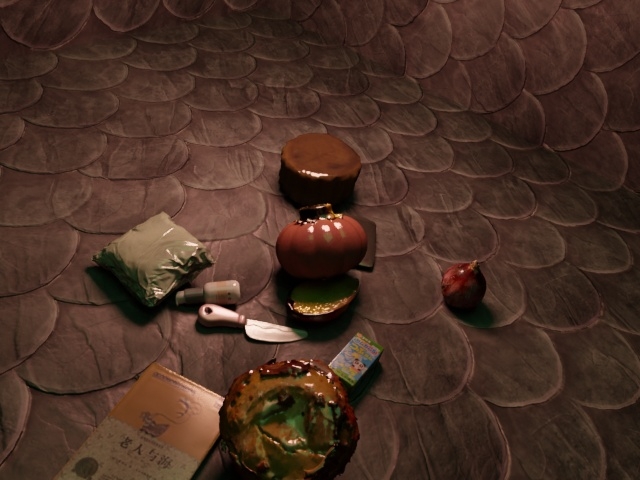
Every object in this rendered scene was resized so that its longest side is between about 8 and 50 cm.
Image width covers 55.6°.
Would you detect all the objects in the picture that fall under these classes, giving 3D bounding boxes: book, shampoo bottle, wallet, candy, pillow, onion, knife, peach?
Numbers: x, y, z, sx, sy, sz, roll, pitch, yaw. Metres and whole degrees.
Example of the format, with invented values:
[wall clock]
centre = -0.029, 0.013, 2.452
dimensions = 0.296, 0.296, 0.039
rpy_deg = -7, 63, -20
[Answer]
[book]
centre = -0.405, 0.486, 1.464
dimensions = 0.268, 0.032, 0.389
rpy_deg = 23, 40, 9
[shampoo bottle]
centre = -0.342, 0.164, 1.846
dimensions = 0.192, 0.074, 0.074
rpy_deg = -5, 41, -8
[wallet]
centre = 0.118, 0.003, 2.216
dimensions = 0.168, 0.052, 0.245
rpy_deg = 13, 43, -3
[candy]
centre = 0.094, 0.358, 1.760
dimensions = 0.097, 0.062, 0.194
rpy_deg = 30, 40, 19
[pillow]
centre = -0.510, 0.059, 1.871
dimensions = 0.310, 0.138, 0.283
rpy_deg = 35, 54, 30
[onion]
centre = 0.491, 0.137, 2.054
dimensions = 0.159, 0.195, 0.160
rpy_deg = 5, 48, -6
[knife]
centre = -0.200, 0.257, 1.807
dimensions = 0.335, 0.043, 0.081
rpy_deg = 14, 44, -5
[peach]
centre = 0.011, 0.189, 1.935
dimensions = 0.279, 0.068, 0.189
rpy_deg = -17, 38, -30

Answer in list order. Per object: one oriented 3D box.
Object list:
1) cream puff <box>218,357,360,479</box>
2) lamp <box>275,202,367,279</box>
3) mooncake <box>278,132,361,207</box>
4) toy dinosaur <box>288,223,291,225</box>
[cream puff]
centre = -0.068, 0.445, 1.458
dimensions = 0.350, 0.229, 0.351
rpy_deg = -4, 65, 8
[lamp]
centre = 0.000, 0.000, 1.986
dimensions = 0.305, 0.240, 0.305
rpy_deg = -8, 8, 1
[mooncake]
centre = -0.007, -0.270, 2.396
dimensions = 0.323, 0.187, 0.324
rpy_deg = 7, 40, -6
[toy dinosaur]
centre = -0.085, -0.035, 2.217
dimensions = 0.060, 0.029, 0.119
rpy_deg = 47, 40, 12
